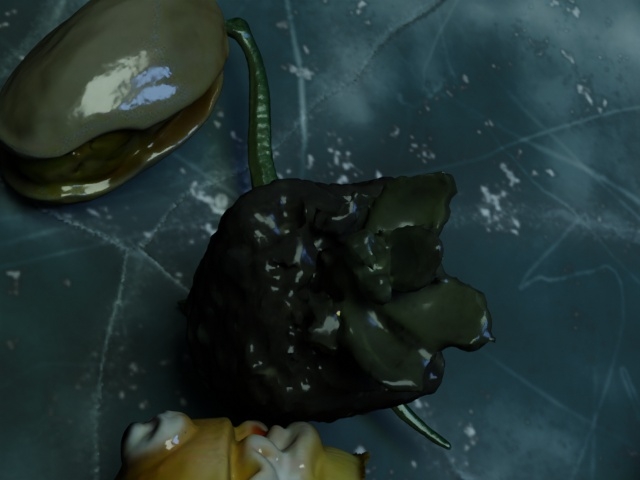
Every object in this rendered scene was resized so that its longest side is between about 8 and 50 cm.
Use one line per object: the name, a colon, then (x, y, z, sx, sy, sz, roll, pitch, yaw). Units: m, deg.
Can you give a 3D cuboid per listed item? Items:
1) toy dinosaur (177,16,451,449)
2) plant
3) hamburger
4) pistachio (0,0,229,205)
toy dinosaur: (0.000, 0.000, 1.843, 0.447, 0.087, 0.301, 40, 53, -6)
plant: (0.015, 0.050, 1.592, 0.213, 0.312, 0.215, -6, 83, -20)
hamburger: (-0.099, 0.273, 1.548, 0.237, 0.276, 0.276, 17, 57, -6)
pistachio: (-0.207, -0.160, 1.779, 0.197, 0.166, 0.288, 33, 54, 26)
